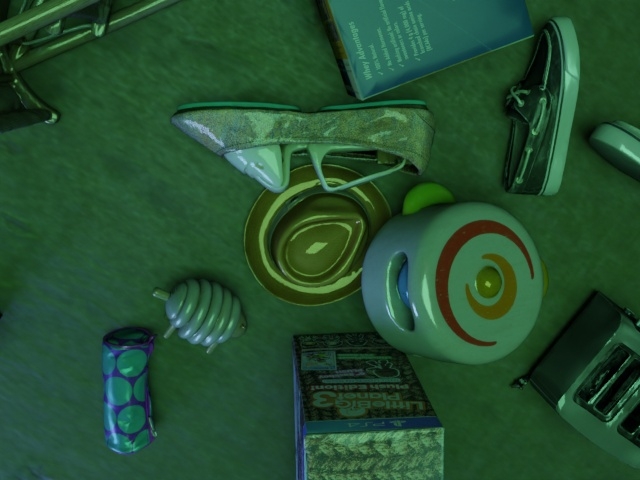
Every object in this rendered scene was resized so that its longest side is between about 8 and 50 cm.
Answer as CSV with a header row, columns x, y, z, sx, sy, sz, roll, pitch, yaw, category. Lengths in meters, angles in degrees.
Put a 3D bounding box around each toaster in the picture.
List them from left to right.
x,y,z,sx,sy,sz,roll,pitch,yaw,category
0.383,0.186,1.044,0.168,0.110,0.185,36,98,-10,toaster

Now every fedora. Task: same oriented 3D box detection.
x,y,z,sx,sy,sz,roll,pitch,yaw,category
0.000,0.000,0.986,0.195,0.079,0.194,-1,103,-5,fedora

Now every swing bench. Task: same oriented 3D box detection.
x,y,z,sx,sy,sz,roll,pitch,yaw,category
-0.281,-0.246,0.818,0.255,0.253,0.165,-42,102,5,swing bench

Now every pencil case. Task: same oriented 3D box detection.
x,y,z,sx,sy,sz,roll,pitch,yaw,category
-0.242,0.190,1.017,0.070,0.064,0.151,3,104,11,pencil case

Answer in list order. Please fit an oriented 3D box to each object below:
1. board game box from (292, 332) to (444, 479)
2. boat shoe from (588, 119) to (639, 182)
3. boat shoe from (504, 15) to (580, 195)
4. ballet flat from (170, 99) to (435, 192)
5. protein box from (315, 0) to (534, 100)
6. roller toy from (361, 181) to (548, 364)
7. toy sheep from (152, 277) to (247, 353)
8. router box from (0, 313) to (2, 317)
x,y,z,sx,sy,sz,roll,pitch,yaw,category
0.044,0.265,0.941,0.141,0.291,0.232,-2,104,-4,board game box
0.460,-0.097,0.994,0.268,0.096,0.088,26,96,-11,boat shoe
0.265,-0.161,0.971,0.070,0.078,0.219,1,104,-6,boat shoe
-0.017,-0.110,0.939,0.316,0.107,0.106,-2,88,-3,ballet flat
0.099,-0.288,0.898,0.201,0.136,0.199,-21,104,0,protein box
0.162,0.051,0.946,0.209,0.146,0.191,42,70,-20,roller toy
-0.149,0.090,0.992,0.132,0.091,0.091,23,101,-28,toy sheep
-0.442,0.128,0.957,0.092,0.122,0.038,-40,107,5,router box
